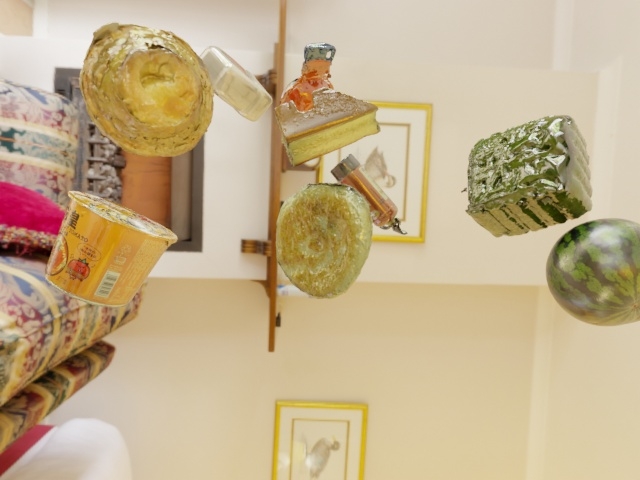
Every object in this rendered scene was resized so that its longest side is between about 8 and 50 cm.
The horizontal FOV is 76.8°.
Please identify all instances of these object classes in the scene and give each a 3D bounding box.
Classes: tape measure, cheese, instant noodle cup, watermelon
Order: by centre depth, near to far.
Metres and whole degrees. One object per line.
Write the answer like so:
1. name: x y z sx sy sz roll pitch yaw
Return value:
1. instant noodle cup: -0.426 0.021 0.811 0.172 0.216 0.216 -63 -176 0
2. watermelon: 0.763 0.083 1.075 0.285 0.286 0.284 -178 -90 -86
3. cheese: -0.033 -0.506 1.366 0.129 0.217 0.329 61 -27 25
4. tape measure: -0.300 -0.538 1.388 0.130 0.265 0.258 -46 -130 16

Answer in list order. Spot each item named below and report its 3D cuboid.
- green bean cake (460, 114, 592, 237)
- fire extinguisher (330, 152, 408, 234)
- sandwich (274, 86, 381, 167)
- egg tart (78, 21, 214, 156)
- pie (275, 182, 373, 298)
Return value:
1. green bean cake: 0.613 -0.200 1.231 0.335 0.218 0.318 -18 -128 42
2. fire extinguisher: 0.201 -0.166 1.605 0.376 0.113 0.200 49 8 -1
3. sandwich: 0.015 -0.282 0.968 0.122 0.236 0.128 58 13 -73
4. egg tart: -0.416 -0.369 1.011 0.129 0.342 0.340 26 -63 56
5. pie: 0.000 0.000 1.038 0.071 0.324 0.322 -2 93 -49
